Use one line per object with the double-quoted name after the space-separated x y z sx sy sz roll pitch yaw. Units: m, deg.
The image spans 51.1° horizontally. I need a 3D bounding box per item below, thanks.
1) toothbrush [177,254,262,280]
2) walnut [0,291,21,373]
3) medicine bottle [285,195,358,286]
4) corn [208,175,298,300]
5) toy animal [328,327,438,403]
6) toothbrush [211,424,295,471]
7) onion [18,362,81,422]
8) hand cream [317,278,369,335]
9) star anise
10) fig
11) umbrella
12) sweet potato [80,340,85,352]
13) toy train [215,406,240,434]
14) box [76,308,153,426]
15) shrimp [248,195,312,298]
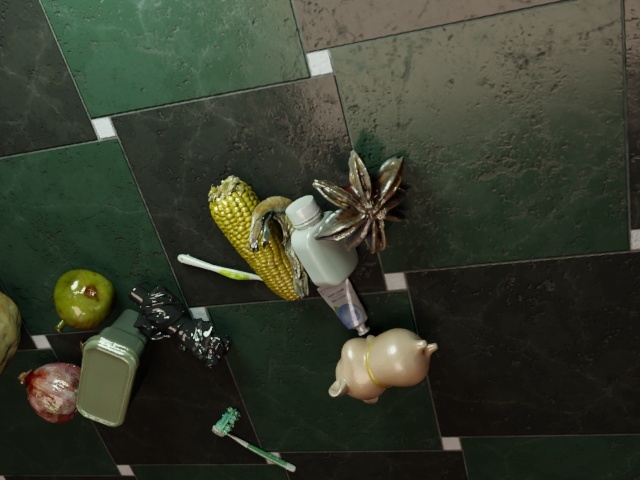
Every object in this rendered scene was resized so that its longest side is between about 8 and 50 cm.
-0.203 0.072 1.536 0.262 0.026 0.022 16 123 8 "toothbrush"
-0.893 0.235 1.662 0.296 0.285 0.285 -12 117 29 "walnut"
0.000 0.000 1.379 0.069 0.119 0.183 -5 123 45 "medicine bottle"
-0.131 0.003 1.428 0.106 0.106 0.305 -21 117 24 "corn"
0.145 0.270 1.488 0.248 0.149 0.165 -35 132 31 "toy animal"
-0.183 0.572 1.838 0.257 0.018 0.024 27 126 -3 "toothbrush"
-0.716 0.394 1.784 0.194 0.159 0.160 22 123 0 "onion"
0.061 0.151 1.506 0.084 0.053 0.142 -30 100 28 "hand cream"
0.084 -0.064 1.319 0.229 0.093 0.236 -29 123 -1 "star anise"
-0.569 0.152 1.621 0.142 0.148 0.186 12 163 -10 "fig"
-0.341 0.201 1.597 0.272 0.110 0.122 37 131 -10 "umbrella"
-0.606 0.304 1.772 0.034 0.034 0.095 -31 107 28 "sweet potato"
-0.247 0.482 1.795 0.045 0.029 0.092 36 120 10 "toy train"
-0.499 0.304 1.658 0.138 0.178 0.274 23 123 -1 "box"
-0.077 0.018 1.372 0.046 0.152 0.220 -11 92 41 "shrimp"
